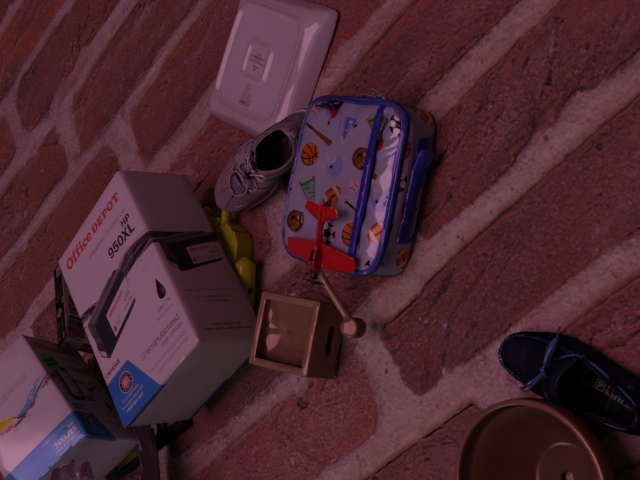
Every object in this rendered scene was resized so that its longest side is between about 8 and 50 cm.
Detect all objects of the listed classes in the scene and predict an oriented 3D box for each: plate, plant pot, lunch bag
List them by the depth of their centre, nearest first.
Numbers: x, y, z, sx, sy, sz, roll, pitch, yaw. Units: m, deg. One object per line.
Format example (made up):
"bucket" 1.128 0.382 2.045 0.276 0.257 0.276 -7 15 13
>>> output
"plant pot" 0.304 0.326 1.302 0.237 0.110 0.237 -3 86 46
"lunch bag" 0.064 -0.097 1.603 0.243 0.115 0.303 15 97 43
"plate" -0.108 -0.334 1.851 0.277 0.045 0.278 31 107 42

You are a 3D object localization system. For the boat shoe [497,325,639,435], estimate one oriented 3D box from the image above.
"boat shoe" 0.339 0.178 1.305 0.258 0.089 0.109 16 96 45

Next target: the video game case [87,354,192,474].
"video game case" -0.385 0.315 2.053 0.248 0.035 0.275 -40 59 34

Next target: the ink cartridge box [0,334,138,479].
"ink cartridge box" -0.550 0.364 1.981 0.197 0.198 0.270 -45 65 5

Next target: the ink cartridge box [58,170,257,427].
"ink cartridge box" -0.310 0.105 1.836 0.285 0.166 0.395 -49 57 32

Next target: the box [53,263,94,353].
"box" -0.515 0.149 2.120 0.036 0.114 0.207 -45 43 31

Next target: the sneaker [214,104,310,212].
"sneaker" -0.113 -0.142 1.758 0.105 0.115 0.281 51 124 4

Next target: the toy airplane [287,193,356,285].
"toy airplane" 0.000 0.000 1.562 0.151 0.028 0.151 1 92 40

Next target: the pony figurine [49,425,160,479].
"pony figurine" -0.325 0.535 1.817 0.363 0.303 0.351 5 105 30

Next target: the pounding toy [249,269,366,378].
"pounding toy" 0.000 0.140 1.655 0.206 0.094 0.181 8 86 36

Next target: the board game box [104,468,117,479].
"board game box" -0.536 0.560 2.131 0.224 0.097 0.303 -28 65 39

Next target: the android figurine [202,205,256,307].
"android figurine" -0.209 0.069 1.895 0.248 0.056 0.273 6 91 46
